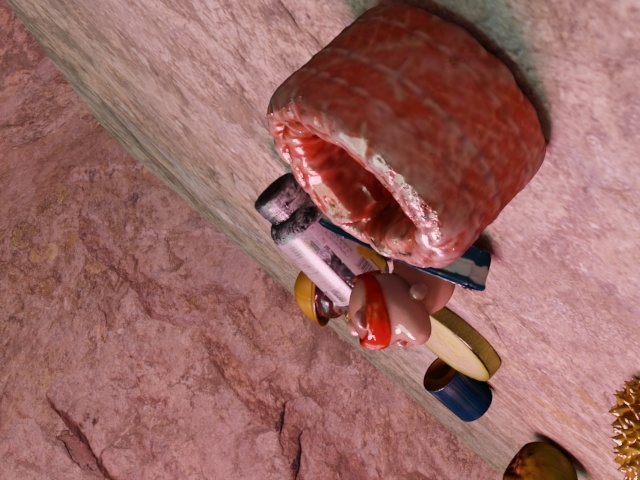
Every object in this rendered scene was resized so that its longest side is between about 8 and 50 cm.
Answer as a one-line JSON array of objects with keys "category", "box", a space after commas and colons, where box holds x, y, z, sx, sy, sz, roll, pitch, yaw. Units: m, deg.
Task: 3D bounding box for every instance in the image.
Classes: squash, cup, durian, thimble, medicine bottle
[{"category": "squash", "box": [0.277, 0.207, 1.357, 0.252, 0.049, 0.252, 41, 166, 12]}, {"category": "cup", "box": [0.347, 0.353, 1.552, 0.138, 0.150, 0.113, 44, 134, -18]}, {"category": "durian", "box": [0.462, 0.271, 0.831, 0.182, 0.165, 0.132, 23, 150, -39]}, {"category": "thimble", "box": [0.082, -0.095, 0.609, 0.239, 0.162, 0.239, 38, 165, 12]}, {"category": "medicine bottle", "box": [0.000, 0.000, 1.257, 0.293, 0.141, 0.141, 46, 168, -20]}]

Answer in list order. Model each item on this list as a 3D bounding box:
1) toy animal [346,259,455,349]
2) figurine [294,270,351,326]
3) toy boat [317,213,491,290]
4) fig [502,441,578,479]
[{"category": "toy animal", "box": [0.131, 0.099, 1.043, 0.171, 0.197, 0.171, 44, 172, 8]}, {"category": "figurine", "box": [0.046, 0.154, 1.619, 0.257, 0.167, 0.192, 33, 152, 29]}, {"category": "toy boat", "box": [0.115, -0.003, 0.944, 0.299, 0.062, 0.096, 23, -174, 36]}, {"category": "fig", "box": [0.546, 0.592, 1.540, 0.191, 0.181, 0.181, 27, 174, -21]}]
